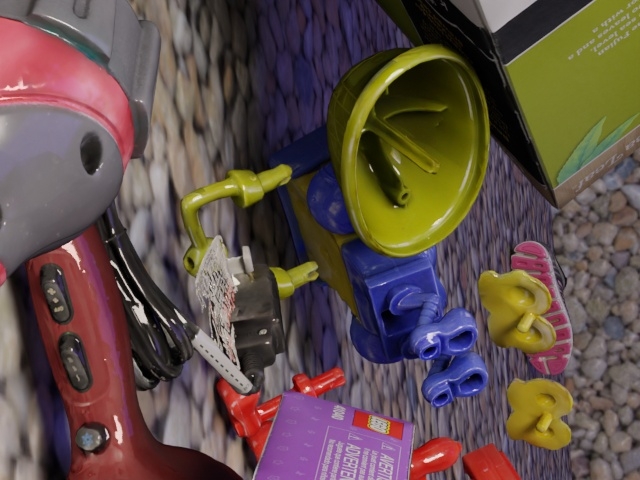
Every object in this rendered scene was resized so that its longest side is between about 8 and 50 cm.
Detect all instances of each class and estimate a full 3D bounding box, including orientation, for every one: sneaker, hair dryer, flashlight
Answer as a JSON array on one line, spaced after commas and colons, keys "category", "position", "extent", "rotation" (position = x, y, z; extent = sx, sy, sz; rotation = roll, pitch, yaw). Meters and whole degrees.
[{"category": "sneaker", "position": [0.272, 0.076, 2.049], "extent": [0.075, 0.063, 0.170], "rotation": [-37, 115, -66]}, {"category": "hair dryer", "position": [-0.096, 0.066, 0.683], "extent": [0.223, 0.080, 0.293], "rotation": [51, 27, -37]}, {"category": "flashlight", "position": [-0.115, 0.040, 0.507], "extent": [0.103, 0.103, 0.304], "rotation": [62, 25, -47]}]

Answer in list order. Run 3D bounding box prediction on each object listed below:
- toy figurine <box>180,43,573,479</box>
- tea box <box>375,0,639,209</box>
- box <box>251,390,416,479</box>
[{"category": "toy figurine", "position": [0.000, 0.000, 1.000], "extent": [0.217, 0.191, 0.362], "rotation": [58, -9, 45]}, {"category": "tea box", "position": [0.090, -0.246, 0.919], "extent": [0.329, 0.220, 0.323], "rotation": [52, 0, 24]}, {"category": "box", "position": [-0.031, 0.222, 0.584], "extent": [0.201, 0.057, 0.293], "rotation": [-67, 171, -75]}]
